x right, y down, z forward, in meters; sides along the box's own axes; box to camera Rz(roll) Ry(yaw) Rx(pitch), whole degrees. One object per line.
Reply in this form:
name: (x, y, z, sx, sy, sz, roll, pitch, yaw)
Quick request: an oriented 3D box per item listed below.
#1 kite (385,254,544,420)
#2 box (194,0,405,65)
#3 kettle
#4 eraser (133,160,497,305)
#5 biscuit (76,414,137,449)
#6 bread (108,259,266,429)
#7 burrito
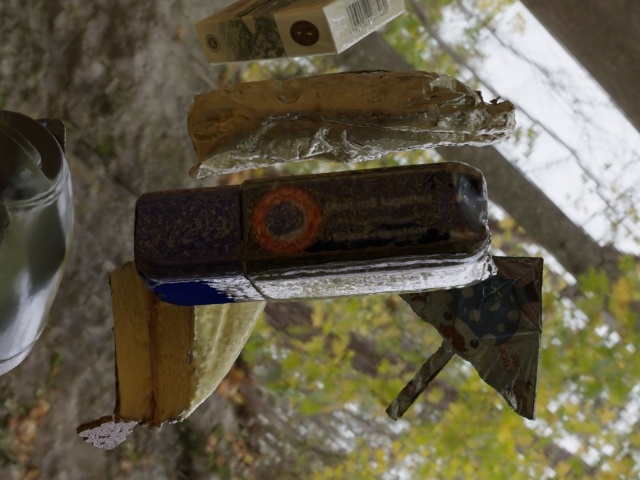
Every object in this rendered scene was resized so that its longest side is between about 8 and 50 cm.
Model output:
kite: (0.198, 0.132, 1.656, 0.314, 0.335, 0.011, -46, -176, 8)
box: (-0.031, -0.316, 1.655, 0.256, 0.069, 0.164, 3, -149, 43)
kettle: (-0.413, 0.007, 1.315, 0.321, 0.228, 0.324, -47, 173, -47)
eraser: (0.000, 0.000, 1.121, 0.332, 0.155, 0.101, -4, -105, 7)
biscuit: (-0.289, 0.260, 1.597, 0.082, 0.092, 0.016, -12, -120, -11)
bread: (-0.196, 0.118, 1.375, 0.240, 0.135, 0.178, -18, -142, 55)
burrito: (0.018, -0.083, 0.808, 0.230, 0.058, 0.063, -6, -139, 6)
